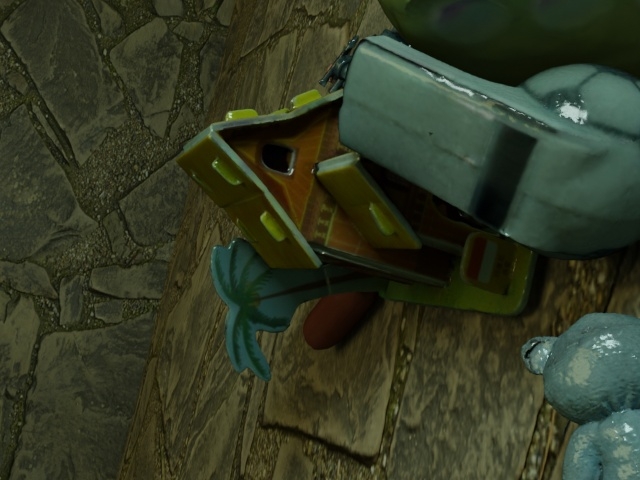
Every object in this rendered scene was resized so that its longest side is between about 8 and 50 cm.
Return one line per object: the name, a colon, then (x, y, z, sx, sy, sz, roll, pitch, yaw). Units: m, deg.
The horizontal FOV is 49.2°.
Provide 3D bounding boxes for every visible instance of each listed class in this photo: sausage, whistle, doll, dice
sausage: (0.025, 0.099, 0.985, 0.154, 0.062, 0.062, -54, 28, 41)
whistle: (0.170, -0.077, 0.556, 0.290, 0.163, 0.163, 35, 111, 29)
doll: (0.215, 0.136, 0.481, 0.120, 0.075, 0.179, -17, 74, 22)
dice: (0.200, -0.279, 0.564, 0.250, 0.252, 0.254, 151, 130, -63)

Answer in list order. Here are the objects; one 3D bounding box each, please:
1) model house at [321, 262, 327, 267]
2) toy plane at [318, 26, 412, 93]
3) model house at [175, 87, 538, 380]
model house: (0.004, -0.005, 0.976, 0.165, 0.106, 0.152, -49, -4, -19)
toy plane: (0.106, -0.262, 1.001, 0.223, 0.104, 0.326, 49, 121, 35)
model house: (0.008, -0.001, 0.733, 0.300, 0.324, 0.340, 178, 108, -69)
